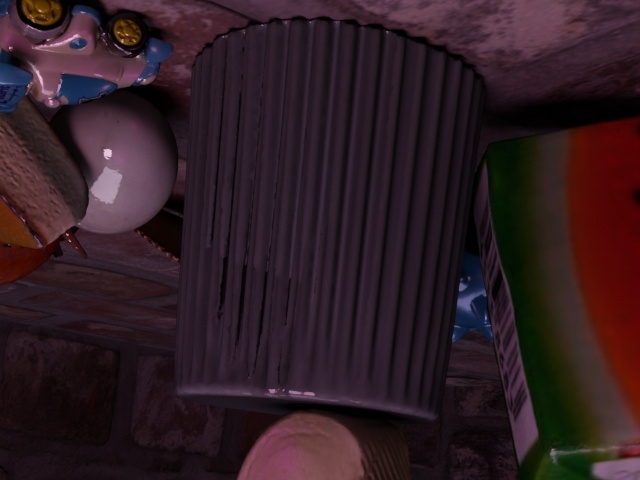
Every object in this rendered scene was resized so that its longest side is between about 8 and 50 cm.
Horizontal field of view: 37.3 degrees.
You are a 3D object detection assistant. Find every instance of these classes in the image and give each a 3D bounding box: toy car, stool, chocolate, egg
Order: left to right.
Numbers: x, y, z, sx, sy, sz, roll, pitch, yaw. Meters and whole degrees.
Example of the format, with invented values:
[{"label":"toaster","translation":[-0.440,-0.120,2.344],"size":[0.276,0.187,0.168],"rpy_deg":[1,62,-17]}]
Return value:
[{"label":"toy car","translation":[-0.227,-0.156,0.870],"size":[0.162,0.098,0.126],"rpy_deg":[15,165,-25]},{"label":"egg","translation":[-0.230,-0.087,1.037],"size":[0.151,0.151,0.209],"rpy_deg":[9,164,-14]},{"label":"stool","translation":[0.000,0.000,0.922],"size":[0.297,0.330,0.297],"rpy_deg":[6,166,2]},{"label":"toy car","translation":[0.201,0.041,1.259],"size":[0.255,0.190,0.188],"rpy_deg":[-5,169,29]},{"label":"chocolate","translation":[0.325,0.044,0.869],"size":[0.341,0.360,0.161],"rpy_deg":[-10,153,9]}]

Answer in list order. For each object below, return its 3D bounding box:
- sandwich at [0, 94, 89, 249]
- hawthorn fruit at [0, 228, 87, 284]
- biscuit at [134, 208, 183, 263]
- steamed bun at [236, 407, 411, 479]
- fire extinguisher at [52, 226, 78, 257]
[{"label":"sandwich","translation":[-0.338,-0.104,0.917],"size":[0.220,0.108,0.186],"rpy_deg":[14,129,29]},{"label":"hawthorn fruit","translation":[-0.417,-0.032,1.222],"size":[0.211,0.210,0.262],"rpy_deg":[-6,162,40]},{"label":"biscuit","translation":[-0.189,0.007,1.393],"size":[0.232,0.013,0.237],"rpy_deg":[33,-172,10]},{"label":"steamed bun","translation":[-0.006,0.267,0.834],"size":[0.153,0.238,0.170],"rpy_deg":[0,172,26]},{"label":"fire extinguisher","translation":[-0.386,-0.035,1.435],"size":[0.072,0.089,0.268],"rpy_deg":[-17,177,-27]}]
